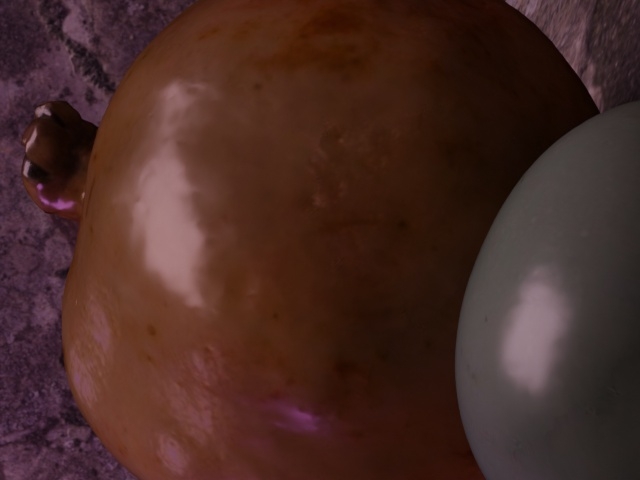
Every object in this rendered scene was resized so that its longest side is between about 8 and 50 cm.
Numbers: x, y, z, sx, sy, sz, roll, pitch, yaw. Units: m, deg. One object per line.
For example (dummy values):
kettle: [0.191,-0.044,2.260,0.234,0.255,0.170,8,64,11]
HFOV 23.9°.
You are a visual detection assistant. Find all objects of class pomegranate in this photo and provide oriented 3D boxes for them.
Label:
pomegranate: [0.000,0.000,0.975,0.411,0.411,0.411,-163,90,-80]

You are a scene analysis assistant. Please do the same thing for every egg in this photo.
egg: [0.153,0.039,0.724,0.168,0.168,0.231,135,155,-70]
